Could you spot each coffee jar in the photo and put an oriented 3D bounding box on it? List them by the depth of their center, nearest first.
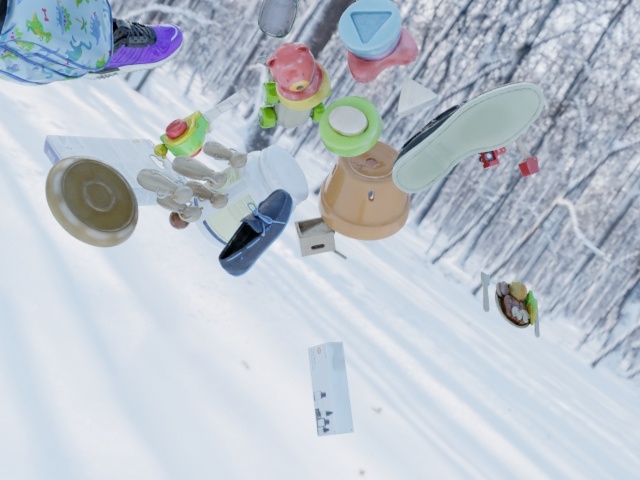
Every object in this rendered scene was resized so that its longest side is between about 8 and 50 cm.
[{"bbox_3d":[-0.090,-0.514,1.612,0.079,0.096,0.184,18,23,-7],"label":"coffee jar"}]

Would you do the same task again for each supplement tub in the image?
[{"bbox_3d":[-0.224,-0.136,2.268,0.235,0.325,0.235,43,30,-33],"label":"supplement tub"}]

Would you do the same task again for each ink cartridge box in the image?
[{"bbox_3d":[-0.592,-0.204,2.101,0.330,0.071,0.324,-2,34,-40],"label":"ink cartridge box"}]

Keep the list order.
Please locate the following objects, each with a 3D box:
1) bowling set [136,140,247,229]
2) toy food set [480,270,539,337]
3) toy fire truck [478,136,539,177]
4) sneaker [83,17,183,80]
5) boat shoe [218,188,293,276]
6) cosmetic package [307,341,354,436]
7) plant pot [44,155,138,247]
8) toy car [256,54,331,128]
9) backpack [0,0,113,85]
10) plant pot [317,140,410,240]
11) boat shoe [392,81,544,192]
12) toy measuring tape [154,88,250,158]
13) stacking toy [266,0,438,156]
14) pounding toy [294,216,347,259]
[{"bbox_3d":[-0.290,-0.105,1.728,0.154,0.199,0.287,24,40,27],"label":"bowling set"},{"bbox_3d":[0.479,0.152,1.765,0.192,0.038,0.132,25,50,-23],"label":"toy food set"},{"bbox_3d":[0.468,-0.244,1.841,0.047,0.135,0.192,156,-84,-78],"label":"toy fire truck"},{"bbox_3d":[-0.484,-0.507,1.824,0.102,0.293,0.146,58,-22,19],"label":"sneaker"},{"bbox_3d":[-0.159,-0.026,1.816,0.109,0.258,0.089,20,-16,36],"label":"boat shoe"},{"bbox_3d":[0.025,0.396,1.918,0.061,0.238,0.099,4,-19,-36],"label":"cosmetic package"},{"bbox_3d":[-0.517,-0.098,1.661,0.236,0.032,0.236,29,46,-34],"label":"plant pot"},{"bbox_3d":[-0.083,-0.376,1.705,0.155,0.149,0.188,-10,57,-19],"label":"toy car"},{"bbox_3d":[-0.555,-0.425,1.347,0.274,0.290,0.355,-8,-12,0],"label":"backpack"},{"bbox_3d":[0.146,-0.171,2.210,0.291,0.291,0.203,36,-36,22],"label":"plant pot"},{"bbox_3d":[0.293,-0.227,1.476,0.127,0.340,0.113,40,29,-23],"label":"boat shoe"},{"bbox_3d":[-0.347,-0.329,2.112,0.121,0.330,0.121,59,8,-13],"label":"toy measuring tape"},{"bbox_3d":[0.064,-0.342,1.459,0.279,0.309,0.130,59,3,25],"label":"stacking toy"},{"bbox_3d":[0.000,0.000,2.288,0.141,0.100,0.130,-10,32,-5],"label":"pounding toy"}]
